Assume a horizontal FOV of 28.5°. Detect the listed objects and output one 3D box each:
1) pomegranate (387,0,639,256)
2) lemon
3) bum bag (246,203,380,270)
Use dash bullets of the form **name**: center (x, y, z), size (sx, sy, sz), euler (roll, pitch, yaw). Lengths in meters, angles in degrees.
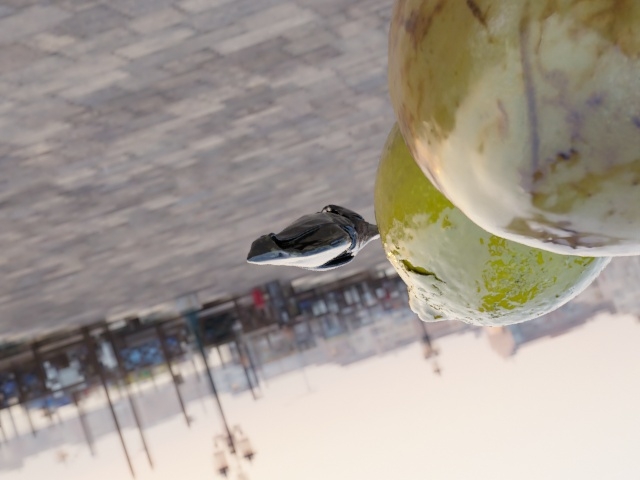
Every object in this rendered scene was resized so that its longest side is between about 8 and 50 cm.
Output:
- **pomegranate**: center (0.137, -0.102, 0.580), size (0.215, 0.215, 0.215), euler (-18, 176, -1)
- **lemon**: center (0.119, -0.031, 0.842), size (0.173, 0.173, 0.206), euler (-13, 142, -55)
- **bum bag**: center (0.001, 0.000, 1.412), size (0.102, 0.069, 0.248), euler (9, -170, 13)
